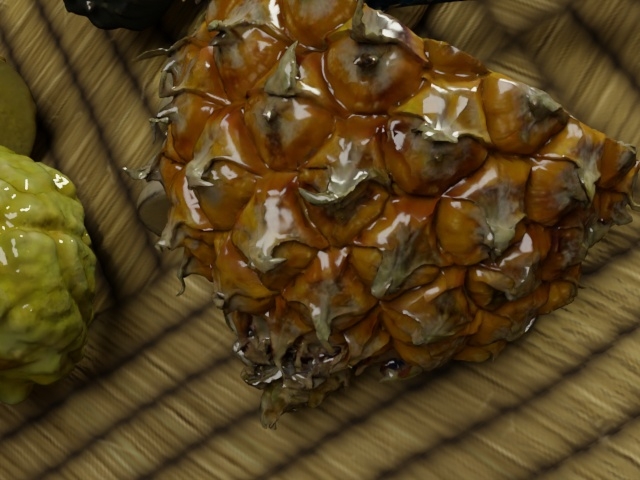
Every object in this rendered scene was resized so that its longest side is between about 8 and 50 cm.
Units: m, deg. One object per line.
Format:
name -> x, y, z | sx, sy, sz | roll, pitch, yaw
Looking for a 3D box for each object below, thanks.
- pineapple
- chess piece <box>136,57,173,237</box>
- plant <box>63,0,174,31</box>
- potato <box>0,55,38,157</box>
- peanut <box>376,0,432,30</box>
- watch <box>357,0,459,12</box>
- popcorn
pineapple -> -0.001, 0.003, 0.546 | 0.344, 0.209, 0.286 | 25, 94, 17
chess piece -> -0.106, -0.093, 0.746 | 0.094, 0.094, 0.170 | -10, 64, 16
plant -> -0.170, -0.306, 0.805 | 0.142, 0.164, 0.256 | 2, 57, 16
potato -> -0.378, -0.119, 0.817 | 0.203, 0.178, 0.158 | -58, 45, 20
peanut -> 0.077, -0.220, 0.746 | 0.054, 0.054, 0.113 | 31, 81, 26
watch -> 0.110, -0.132, 0.655 | 0.275, 0.068, 0.276 | 31, 96, 22
popcorn -> -0.307, 0.035, 0.682 | 0.252, 0.205, 0.237 | -10, 32, -29
